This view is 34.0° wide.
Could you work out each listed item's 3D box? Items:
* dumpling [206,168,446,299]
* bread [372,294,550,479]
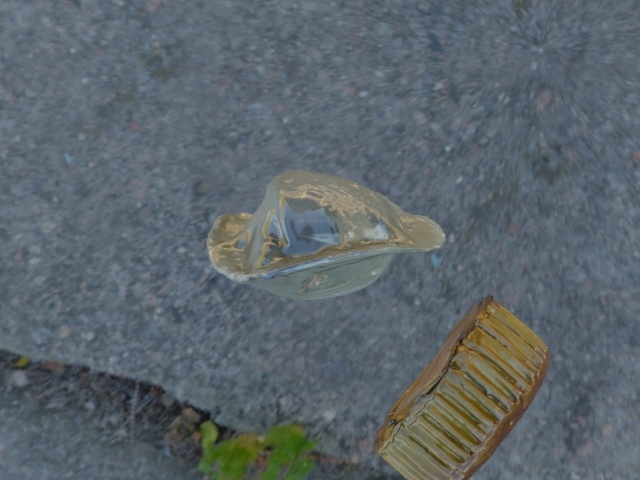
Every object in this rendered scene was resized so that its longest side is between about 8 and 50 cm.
[{"bbox_3d":[-0.003,-0.005,1.250,0.243,0.227,0.175,-32,94,18],"label":"dumpling"},{"bbox_3d":[0.145,0.159,1.035,0.104,0.199,0.199,38,105,7],"label":"bread"}]
